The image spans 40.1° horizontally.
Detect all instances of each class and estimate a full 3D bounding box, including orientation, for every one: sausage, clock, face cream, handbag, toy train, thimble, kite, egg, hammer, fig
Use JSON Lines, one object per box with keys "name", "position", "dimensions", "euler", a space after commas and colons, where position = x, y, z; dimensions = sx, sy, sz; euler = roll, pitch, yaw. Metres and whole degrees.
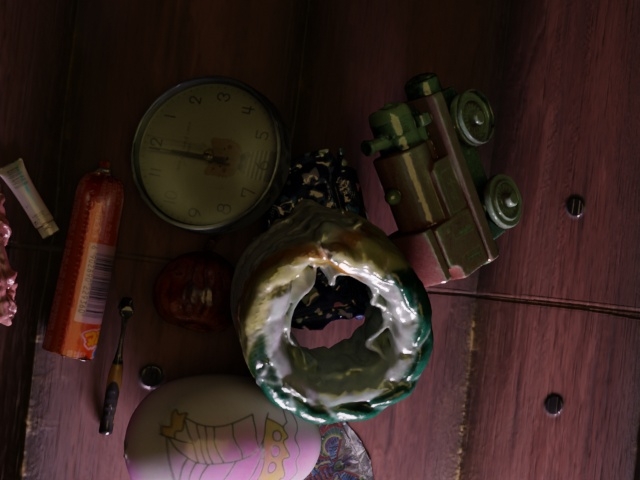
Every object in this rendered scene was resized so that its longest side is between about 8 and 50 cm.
{"name": "sausage", "position": [-0.321, 0.024, 1.208], "dimensions": [0.074, 0.074, 0.274], "euler": [11, 88, -17]}
{"name": "clock", "position": [-0.154, -0.120, 1.216], "dimensions": [0.226, 0.049, 0.226], "euler": [-2, 82, 11]}
{"name": "face cream", "position": [-0.400, -0.057, 1.209], "dimensions": [0.038, 0.020, 0.115], "euler": [-31, 98, -13]}
{"name": "handbag", "position": [0.000, 0.000, 1.285], "dimensions": [0.162, 0.113, 0.260], "euler": [-12, 97, -8]}
{"name": "toy train", "position": [0.166, -0.087, 1.289], "dimensions": [0.221, 0.150, 0.304], "euler": [-29, 101, -40]}
{"name": "thimble", "position": [0.013, 0.092, 1.163], "dimensions": [0.254, 0.167, 0.288], "euler": [-16, 114, -9]}
{"name": "kite", "position": [-0.050, 0.390, 1.322], "dimensions": [0.285, 0.015, 0.152], "euler": [-28, 98, -15]}
{"name": "egg", "position": [-0.131, 0.281, 1.204], "dimensions": [0.271, 0.196, 0.196], "euler": [11, 88, -11]}
{"name": "hammer", "position": [-0.286, 0.176, 1.230], "dimensions": [0.021, 0.078, 0.201], "euler": [9, 99, -15]}
{"name": "fig", "position": [-0.158, 0.066, 1.235], "dimensions": [0.150, 0.128, 0.128], "euler": [-42, 102, -18]}

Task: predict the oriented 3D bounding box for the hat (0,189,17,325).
{"name": "hat", "position": [-0.543, 0.014, 1.122], "dimensions": [0.286, 0.107, 0.236], "euler": [-9, 83, -21]}
